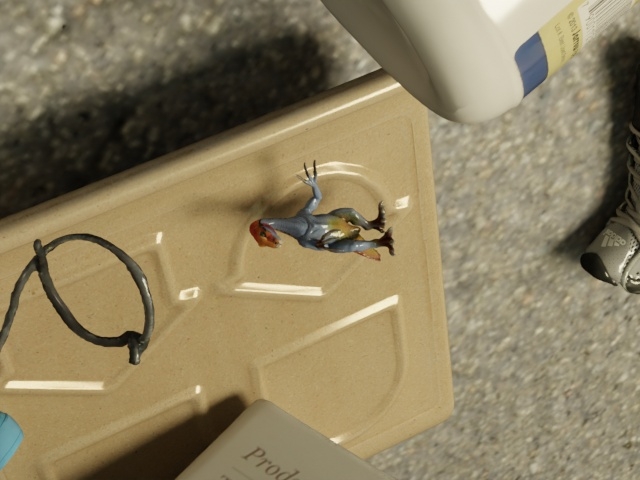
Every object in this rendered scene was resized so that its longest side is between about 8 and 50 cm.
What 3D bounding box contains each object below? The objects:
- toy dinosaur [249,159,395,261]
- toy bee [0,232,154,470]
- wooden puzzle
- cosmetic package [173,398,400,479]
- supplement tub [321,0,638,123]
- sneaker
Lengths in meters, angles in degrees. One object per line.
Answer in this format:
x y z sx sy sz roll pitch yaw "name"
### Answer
0.000 0.000 0.776 0.082 0.047 0.090 -6 143 -7 "toy dinosaur"
-0.229 0.106 0.664 0.162 0.195 0.298 -54 176 -46 "toy bee"
-0.073 0.060 0.867 0.322 0.080 0.348 -23 136 -16 "wooden puzzle"
-0.023 0.381 0.795 0.393 0.329 0.327 -42 144 -30 "cosmetic package"
0.120 -0.234 0.659 0.316 0.228 0.228 -40 134 0 "supplement tub"
0.242 -0.029 0.991 0.132 0.086 0.229 -36 135 -1 "sneaker"
